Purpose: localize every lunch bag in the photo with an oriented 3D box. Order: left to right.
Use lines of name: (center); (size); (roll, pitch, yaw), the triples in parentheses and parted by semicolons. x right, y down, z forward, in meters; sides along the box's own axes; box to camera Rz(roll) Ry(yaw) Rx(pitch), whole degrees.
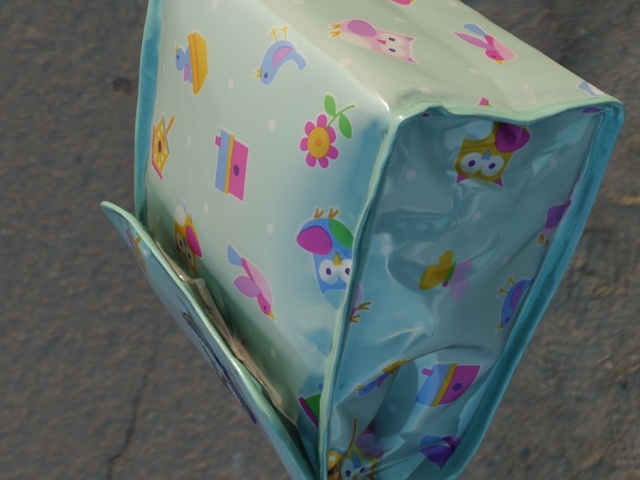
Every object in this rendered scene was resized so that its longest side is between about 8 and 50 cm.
lunch bag: (0.000, 0.000, 0.734); (0.223, 0.160, 0.262); (46, 131, 43)
